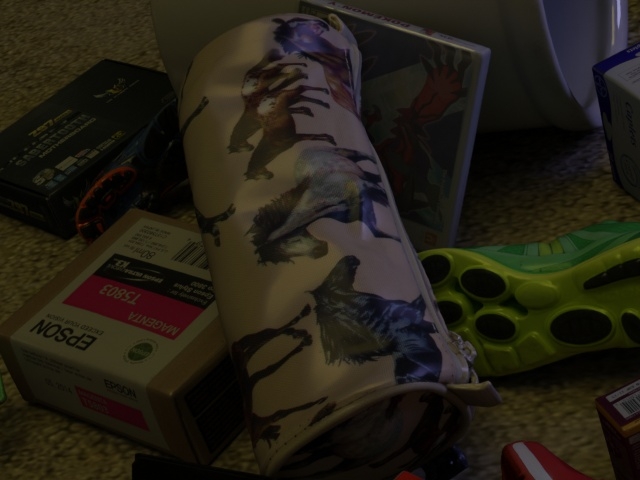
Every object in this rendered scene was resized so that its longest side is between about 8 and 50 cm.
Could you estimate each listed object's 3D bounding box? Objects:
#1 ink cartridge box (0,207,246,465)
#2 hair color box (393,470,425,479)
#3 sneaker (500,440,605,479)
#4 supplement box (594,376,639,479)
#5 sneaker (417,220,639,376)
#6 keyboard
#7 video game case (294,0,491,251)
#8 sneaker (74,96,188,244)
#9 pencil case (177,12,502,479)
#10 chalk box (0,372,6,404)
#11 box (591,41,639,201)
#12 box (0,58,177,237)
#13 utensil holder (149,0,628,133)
[{"bbox_3d":[-0.137,0.078,1.345,0.234,0.088,0.193,14,45,38],"label":"ink cartridge box"},{"bbox_3d":[0.030,0.245,1.018,0.167,0.093,0.053,-40,38,-26],"label":"hair color box"},{"bbox_3d":[0.218,0.201,1.014,0.128,0.087,0.221,-20,45,-15],"label":"sneaker"},{"bbox_3d":[0.232,0.139,1.072,0.055,0.083,0.043,-25,33,-9],"label":"supplement box"},{"bbox_3d":[0.195,0.045,1.233,0.295,0.109,0.123,-5,5,31],"label":"sneaker"},{"bbox_3d":[-0.081,0.218,1.127,0.023,0.108,0.180,0,0,-41],"label":"keyboard"},{"bbox_3d":[0.049,-0.101,1.366,0.183,0.201,0.023,20,30,22],"label":"video game case"},{"bbox_3d":[-0.176,-0.080,1.582,0.221,0.083,0.087,-42,19,-19],"label":"sneaker"},{"bbox_3d":[0.000,0.000,1.208,0.183,0.160,0.410,-18,55,2],"label":"pencil case"},{"bbox_3d":[-0.380,0.152,1.324,0.213,0.132,0.132,-23,34,-5],"label":"chalk box"},{"bbox_3d":[0.306,-0.089,1.319,0.072,0.126,0.137,-26,34,-11],"label":"box"},{"bbox_3d":[-0.259,-0.108,1.696,0.183,0.059,0.232,18,49,44],"label":"box"},{"bbox_3d":[0.071,-0.253,1.496,0.385,0.327,0.327,-4,37,25],"label":"utensil holder"}]
